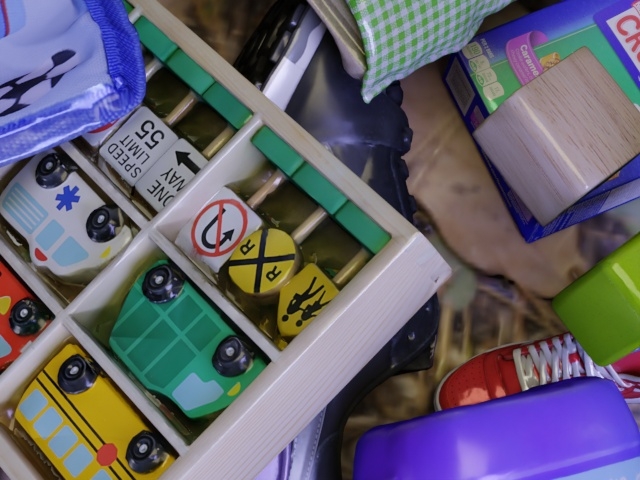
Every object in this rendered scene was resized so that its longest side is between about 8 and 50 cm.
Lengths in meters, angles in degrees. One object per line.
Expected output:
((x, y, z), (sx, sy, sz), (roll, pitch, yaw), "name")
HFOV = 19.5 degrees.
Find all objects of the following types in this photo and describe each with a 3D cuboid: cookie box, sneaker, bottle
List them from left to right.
((0.000, 0.000, 0.799), (0.124, 0.107, 0.283), (27, 75, -12), "sneaker")
((0.096, 0.199, 0.721), (0.118, 0.092, 0.282), (-8, 82, -35), "bottle")
((0.109, 0.053, 0.794), (0.118, 0.067, 0.042), (-11, 73, -9), "sneaker")
((0.124, -0.063, 0.847), (0.107, 0.040, 0.092), (-23, 76, -13), "cookie box")

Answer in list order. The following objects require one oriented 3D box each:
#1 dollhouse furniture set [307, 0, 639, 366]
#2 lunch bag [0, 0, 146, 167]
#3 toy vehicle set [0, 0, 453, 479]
((0.110, -0.135, 0.735), (0.197, 0.151, 0.301), (-33, 84, -36), "dollhouse furniture set")
((-0.304, -0.134, 0.639), (0.385, 0.239, 0.328), (-26, 67, -10), "lunch bag")
((-0.093, -0.009, 0.730), (0.166, 0.035, 0.267), (-46, 53, -2), "toy vehicle set")
